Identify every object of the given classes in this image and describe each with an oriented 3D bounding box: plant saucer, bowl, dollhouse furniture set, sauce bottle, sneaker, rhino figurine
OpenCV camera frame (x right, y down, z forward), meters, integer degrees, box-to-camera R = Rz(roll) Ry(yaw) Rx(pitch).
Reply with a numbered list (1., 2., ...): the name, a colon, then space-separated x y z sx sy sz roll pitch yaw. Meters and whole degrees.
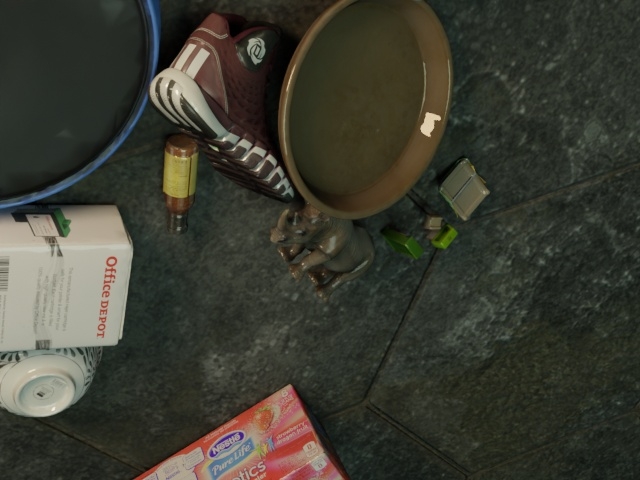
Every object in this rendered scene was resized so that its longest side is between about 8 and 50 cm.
1. plant saucer: 0.051 -0.162 1.223 0.278 0.041 0.278 -19 119 -38
2. bowl: -0.357 0.173 1.328 0.170 0.080 0.170 -12 130 -15
3. dollhouse furniture set: 0.159 -0.043 1.433 0.152 0.058 0.076 -49 124 -9
4. sauce bottle: -0.171 -0.065 1.256 0.042 0.042 0.128 -4 126 -22
5. sneaker: -0.073 -0.160 1.195 0.162 0.106 0.281 -62 152 -11
6. bowl: -0.350 -0.201 1.052 0.391 0.077 0.391 -12 128 -16
7. rhino figurine: 0.000 0.000 1.325 0.106 0.073 0.243 -39 152 5

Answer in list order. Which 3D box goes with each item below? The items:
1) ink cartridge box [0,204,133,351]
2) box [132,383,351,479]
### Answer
1. ink cartridge box: -0.345 0.045 1.227 0.219 0.092 0.160 -1 125 -24
2. box: -0.119 0.373 1.540 0.300 0.154 0.142 -32 132 0
